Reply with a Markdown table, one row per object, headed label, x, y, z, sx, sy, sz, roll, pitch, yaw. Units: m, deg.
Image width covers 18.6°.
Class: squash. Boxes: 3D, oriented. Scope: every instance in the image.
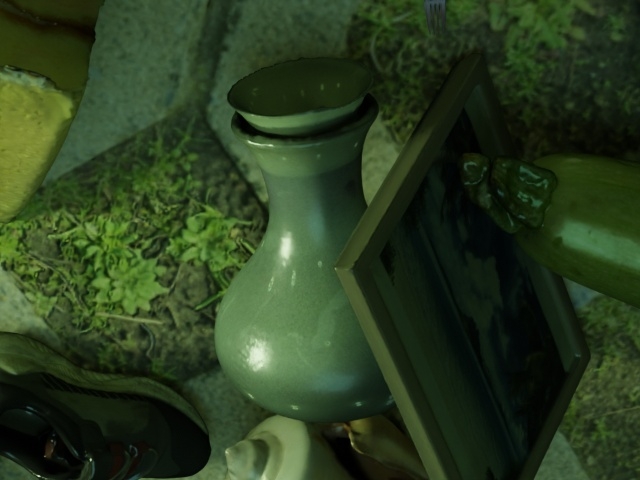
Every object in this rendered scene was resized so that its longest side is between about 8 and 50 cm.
| label | x | y | z | sx | sy | sz | roll | pitch | yaw |
| --- | --- | --- | --- | --- | --- | --- | --- | --- | --- |
| squash | 0.224 | -0.012 | 1.428 | 0.287 | 0.137 | 0.137 | 17 | 128 | -9 |

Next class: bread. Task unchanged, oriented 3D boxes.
| label | x | y | z | sx | sy | sz | roll | pitch | yaw |
| --- | --- | --- | --- | --- | --- | --- | --- | --- | --- |
| bread | -0.262 | -0.074 | 1.366 | 0.167 | 0.163 | 0.264 | 14 | 129 | -11 |

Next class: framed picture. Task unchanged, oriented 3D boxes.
| label | x | y | z | sx | sy | sz | roll | pitch | yaw |
| --- | --- | --- | --- | --- | --- | --- | --- | --- | --- |
| framed picture | 0.113 | 0.055 | 1.427 | 0.024 | 0.232 | 0.315 | 2 | 134 | 33 |

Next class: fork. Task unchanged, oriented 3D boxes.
| label | x | y | z | sx | sy | sz | roll | pitch | yaw |
| --- | --- | --- | --- | --- | --- | --- | --- | --- | --- |
| fork | 0.076 | -0.196 | 1.356 | 0.016 | 0.012 | 0.115 | -8 | 124 | 3 |

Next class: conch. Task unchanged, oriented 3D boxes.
| label | x | y | z | sx | sy | sz | roll | pitch | yaw |
| --- | --- | --- | --- | --- | --- | --- | --- | --- | --- |
| conch | 0.009 | 0.207 | 1.634 | 0.158 | 0.127 | 0.255 | -53 | 139 | 3 |

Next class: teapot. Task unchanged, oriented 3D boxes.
| label | x | y | z | sx | sy | sz | roll | pitch | yaw |
| --- | --- | --- | --- | --- | --- | --- | --- | --- | --- |
| teapot | 0.000 | 0.000 | 1.424 | 0.183 | 0.183 | 0.251 | -6 | 117 | 6 |

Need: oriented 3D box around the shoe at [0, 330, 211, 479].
| label | x | y | z | sx | sy | sz | roll | pitch | yaw |
| --- | --- | --- | --- | --- | --- | --- | --- | --- | --- |
| shoe | -0.199 | 0.161 | 1.586 | 0.227 | 0.112 | 0.099 | 24 | 125 | -15 |
